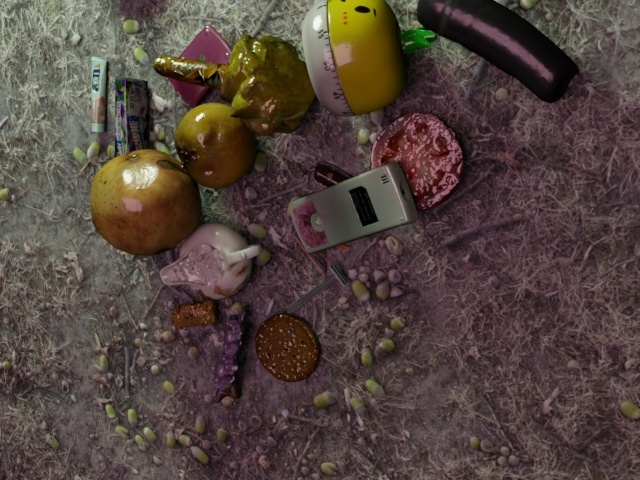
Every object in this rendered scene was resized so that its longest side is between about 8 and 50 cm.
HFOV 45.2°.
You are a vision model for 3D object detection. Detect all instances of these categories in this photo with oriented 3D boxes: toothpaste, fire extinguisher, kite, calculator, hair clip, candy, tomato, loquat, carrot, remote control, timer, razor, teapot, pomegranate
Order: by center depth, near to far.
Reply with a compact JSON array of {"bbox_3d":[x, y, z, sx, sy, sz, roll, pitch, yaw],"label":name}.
[{"bbox_3d":[0.362,-0.410,1.555,0.349,0.204,0.113,36,112,12],"label":"razor"},{"bbox_3d":[0.118,-0.410,1.651,0.285,0.285,0.285,6,103,25],"label":"timer"},{"bbox_3d":[0.226,-0.181,1.735,0.225,0.085,0.224,5,101,29],"label":"tomato"},{"bbox_3d":[0.067,-0.069,1.794,0.344,0.050,0.145,-17,95,44],"label":"remote control"},{"bbox_3d":[0.036,-0.144,1.858,0.158,0.043,0.064,30,82,17],"label":"fire extinguisher"},{"bbox_3d":[-0.264,-0.232,1.895,0.213,0.213,0.213,6,103,25],"label":"loquat"},{"bbox_3d":[-0.310,-0.420,1.921,0.229,0.069,0.068,15,107,20],"label":"carrot"},{"bbox_3d":[0.000,0.000,1.925,0.159,0.010,0.189,10,106,23],"label":"kite"},{"bbox_3d":[-0.012,0.129,1.943,0.191,0.037,0.068,-37,88,29],"label":"razor"},{"bbox_3d":[-0.444,-0.095,1.948,0.281,0.281,0.281,6,103,25],"label":"pomegranate"},{"bbox_3d":[-0.308,-0.446,1.968,0.190,0.034,0.126,-44,79,26],"label":"calculator"},{"bbox_3d":[-0.271,0.053,1.997,0.298,0.139,0.204,-21,88,29],"label":"teapot"},{"bbox_3d":[-0.508,-0.280,2.067,0.061,0.088,0.312,11,106,27],"label":"candy"},{"bbox_3d":[-0.236,0.312,2.071,0.106,0.085,0.292,-140,58,-62],"label":"hair clip"},{"bbox_3d":[-0.614,-0.403,2.126,0.056,0.036,0.205,8,100,23],"label":"toothpaste"}]

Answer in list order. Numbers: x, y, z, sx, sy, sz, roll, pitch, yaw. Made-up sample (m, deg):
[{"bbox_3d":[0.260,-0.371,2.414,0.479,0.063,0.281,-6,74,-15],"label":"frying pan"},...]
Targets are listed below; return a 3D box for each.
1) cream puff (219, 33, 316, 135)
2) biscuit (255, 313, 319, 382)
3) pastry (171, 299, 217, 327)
[{"bbox_3d":[-0.124,-0.358,1.789,0.244,0.244,0.196,37,124,15],"label":"cream puff"},{"bbox_3d":[-0.087,0.282,2.018,0.188,0.027,0.187,6,105,24],"label":"biscuit"},{"bbox_3d":[-0.346,0.203,2.113,0.140,0.056,0.079,-4,107,20],"label":"pastry"}]
